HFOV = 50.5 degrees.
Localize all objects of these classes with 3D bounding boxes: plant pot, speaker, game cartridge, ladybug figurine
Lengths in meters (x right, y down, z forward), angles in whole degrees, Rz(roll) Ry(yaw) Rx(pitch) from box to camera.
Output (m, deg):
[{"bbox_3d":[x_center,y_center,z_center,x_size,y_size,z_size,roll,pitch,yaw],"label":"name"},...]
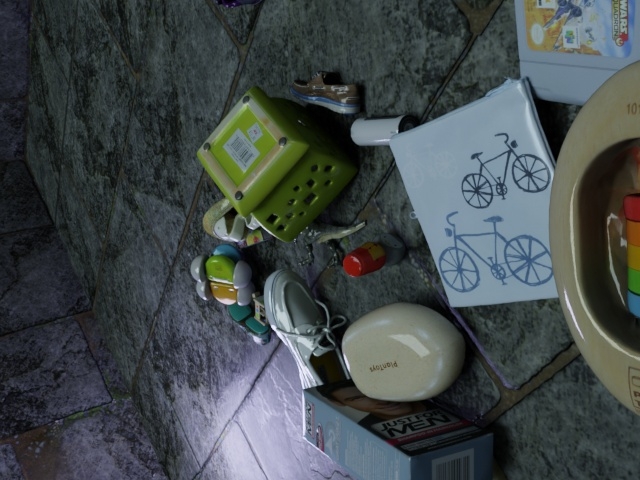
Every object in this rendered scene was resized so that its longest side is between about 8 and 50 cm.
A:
[{"bbox_3d":[-0.101,-0.160,1.376,0.227,0.207,0.228,-46,61,14],"label":"plant pot"},{"bbox_3d":[0.117,-0.202,1.257,0.136,0.055,0.055,10,111,54],"label":"speaker"},{"bbox_3d":[0.332,-0.309,0.847,0.198,0.062,0.297,31,142,54],"label":"game cartridge"},{"bbox_3d":[0.430,0.009,0.798,0.305,0.162,0.449,13,112,52],"label":"ladybug figurine"}]

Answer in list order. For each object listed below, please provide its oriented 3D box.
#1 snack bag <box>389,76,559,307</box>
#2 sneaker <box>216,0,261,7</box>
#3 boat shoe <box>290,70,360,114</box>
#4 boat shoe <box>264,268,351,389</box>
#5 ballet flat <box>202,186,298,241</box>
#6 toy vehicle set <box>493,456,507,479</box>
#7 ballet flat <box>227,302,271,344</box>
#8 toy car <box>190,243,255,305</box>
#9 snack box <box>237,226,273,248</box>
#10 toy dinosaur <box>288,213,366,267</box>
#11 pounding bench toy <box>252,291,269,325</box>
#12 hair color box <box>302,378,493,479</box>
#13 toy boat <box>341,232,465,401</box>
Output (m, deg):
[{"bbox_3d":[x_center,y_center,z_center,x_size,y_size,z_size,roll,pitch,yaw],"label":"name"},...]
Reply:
[{"bbox_3d":[0.263,-0.056,1.091,0.323,0.037,0.342,-17,97,57],"label":"snack bag"},{"bbox_3d":[-0.145,-0.543,1.435,0.083,0.098,0.224,63,155,-7],"label":"sneaker"},{"bbox_3d":[0.013,-0.306,1.365,0.183,0.066,0.066,26,119,36],"label":"boat shoe"},{"bbox_3d":[-0.007,0.230,1.533,0.156,0.136,0.367,-20,89,56],"label":"boat shoe"},{"bbox_3d":[-0.177,-0.062,1.616,0.348,0.123,0.123,-33,75,39],"label":"ballet flat"},{"bbox_3d":[0.309,0.506,1.277,0.267,0.035,0.166,60,143,21],"label":"toy vehicle set"},{"bbox_3d":[-0.198,0.230,1.872,0.188,0.070,0.070,38,132,46],"label":"ballet flat"},{"bbox_3d":[-0.250,0.084,1.824,0.159,0.136,0.182,9,141,12],"label":"toy car"},{"bbox_3d":[-0.182,-0.039,1.761,0.141,0.037,0.100,-19,86,55],"label":"snack box"},{"bbox_3d":[0.000,0.000,1.502,0.268,0.064,0.118,11,105,50],"label":"toy dinosaur"},{"bbox_3d":[-0.148,0.178,1.786,0.083,0.052,0.065,29,126,47],"label":"pounding bench toy"},{"bbox_3d":[0.131,0.372,1.298,0.374,0.185,0.113,11,104,60],"label":"hair color box"},{"bbox_3d":[0.147,0.146,1.287,0.267,0.148,0.318,-16,94,43],"label":"toy boat"}]
